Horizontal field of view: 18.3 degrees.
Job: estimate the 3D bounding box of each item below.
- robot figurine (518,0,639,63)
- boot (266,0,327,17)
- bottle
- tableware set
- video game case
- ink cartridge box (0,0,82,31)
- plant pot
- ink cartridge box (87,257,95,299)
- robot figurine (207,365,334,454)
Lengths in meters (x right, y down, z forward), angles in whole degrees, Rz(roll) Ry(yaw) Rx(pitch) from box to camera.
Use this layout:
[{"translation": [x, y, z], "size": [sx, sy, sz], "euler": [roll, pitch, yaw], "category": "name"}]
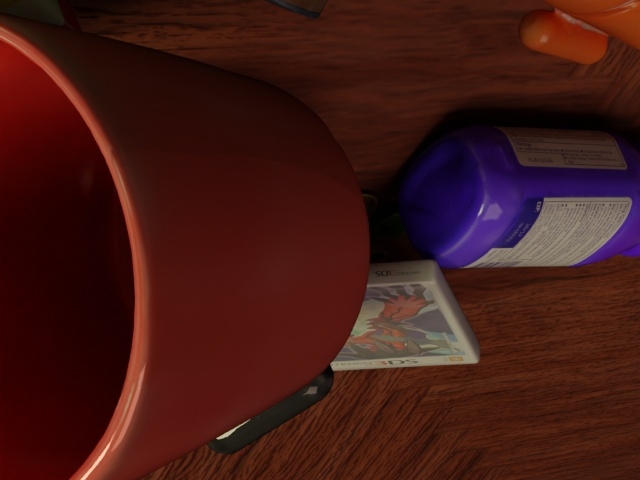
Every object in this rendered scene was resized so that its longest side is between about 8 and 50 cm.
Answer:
[{"translation": [0.201, -0.193, 1.258], "size": [0.158, 0.128, 0.219], "euler": [-18, 160, 35], "category": "robot figurine"}, {"translation": [-0.059, -0.209, 1.114], "size": [0.219, 0.082, 0.106], "euler": [17, 110, -45], "category": "boot"}, {"translation": [0.198, -0.033, 1.556], "size": [0.283, 0.092, 0.118], "euler": [-1, 149, -37], "category": "bottle"}, {"translation": [0.000, 0.000, 1.534], "size": [0.154, 0.024, 0.104], "euler": [7, 138, -44], "category": "tableware set"}, {"translation": [0.021, 0.064, 1.574], "size": [0.183, 0.023, 0.201], "euler": [-4, 158, 13], "category": "video game case"}, {"translation": [-0.226, -0.131, 1.085], "size": [0.134, 0.078, 0.231], "euler": [-30, 151, 10], "category": "ink cartridge box"}, {"translation": [-0.118, 0.010, 1.074], "size": [0.275, 0.275, 0.243], "euler": [-43, 159, 30], "category": "plant pot"}, {"translation": [-0.244, 0.003, 1.225], "size": [0.209, 0.109, 0.062], "euler": [6, 164, -13], "category": "ink cartridge box"}, {"translation": [-0.102, 0.037, 1.359], "size": [0.278, 0.209, 0.173], "euler": [-37, 162, 21], "category": "robot figurine"}]
